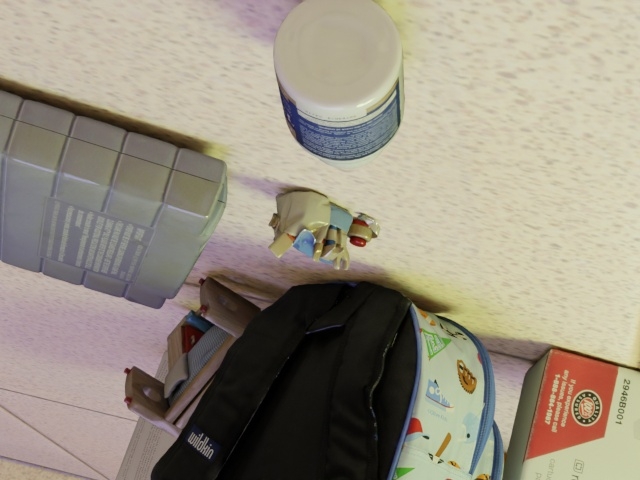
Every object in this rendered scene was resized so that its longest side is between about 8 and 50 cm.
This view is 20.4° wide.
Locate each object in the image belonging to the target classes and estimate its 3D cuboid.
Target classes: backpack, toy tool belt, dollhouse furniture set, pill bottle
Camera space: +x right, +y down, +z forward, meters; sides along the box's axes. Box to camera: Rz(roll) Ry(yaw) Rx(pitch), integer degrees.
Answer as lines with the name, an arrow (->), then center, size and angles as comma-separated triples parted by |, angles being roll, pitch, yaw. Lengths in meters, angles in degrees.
backpack -> 0.032, 0.171, 1.484 | 0.276, 0.263, 0.213 | 10, 172, 45
toy tool belt -> 0.000, 0.000, 1.291 | 0.083, 0.051, 0.052 | 24, 163, -33
dollhouse furniture set -> -0.098, 0.096, 1.676 | 0.129, 0.129, 0.184 | 34, -162, -20
pill bottle -> 0.012, -0.080, 0.952 | 0.067, 0.067, 0.120 | 13, 165, 7

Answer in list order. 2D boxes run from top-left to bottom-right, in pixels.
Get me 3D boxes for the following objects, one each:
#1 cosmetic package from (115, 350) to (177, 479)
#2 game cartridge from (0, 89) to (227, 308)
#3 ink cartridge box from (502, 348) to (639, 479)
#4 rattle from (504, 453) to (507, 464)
cosmetic package -> -0.073, 0.251, 1.892 | 0.155, 0.197, 0.365 | 24, 176, -28
game cartridge -> -0.199, -0.031, 1.370 | 0.230, 0.068, 0.355 | 13, 166, -8
ink cartridge box -> 0.299, 0.229, 1.550 | 0.272, 0.197, 0.114 | 15, 165, -2
rattle -> 0.125, 0.310, 2.127 | 0.199, 0.130, 0.143 | 6, 176, -9
